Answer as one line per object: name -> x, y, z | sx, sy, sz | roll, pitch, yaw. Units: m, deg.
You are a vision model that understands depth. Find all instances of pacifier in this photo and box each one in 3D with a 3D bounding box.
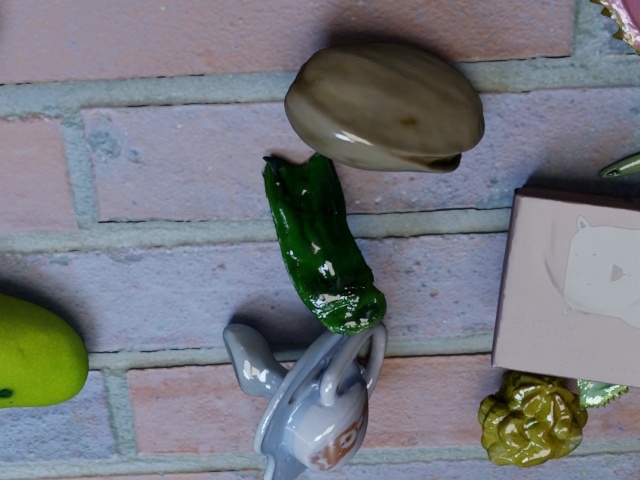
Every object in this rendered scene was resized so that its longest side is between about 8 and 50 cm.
pacifier -> -0.035, 0.169, 1.604 | 0.207, 0.227, 0.279 | 29, 156, 19

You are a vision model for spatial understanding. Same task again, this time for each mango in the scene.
mango -> -0.420, 0.136, 1.570 | 0.293, 0.143, 0.175 | 7, 127, -18

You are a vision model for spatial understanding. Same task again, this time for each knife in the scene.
knife -> 0.414, -0.110, 1.493 | 0.207, 0.014, 0.030 | -19, 124, 10

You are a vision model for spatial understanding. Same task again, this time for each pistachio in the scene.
pistachio -> 0.071, -0.134, 1.392 | 0.238, 0.153, 0.137 | 3, 141, -37

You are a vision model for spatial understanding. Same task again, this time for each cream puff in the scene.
cream puff -> 0.258, 0.211, 1.651 | 0.146, 0.146, 0.116 | -14, 108, 8

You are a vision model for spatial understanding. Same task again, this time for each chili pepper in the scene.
chili pepper -> 0.000, 0.000, 1.485 | 0.098, 0.061, 0.224 | -23, 91, -1

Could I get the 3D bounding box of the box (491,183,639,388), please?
box -> 0.313, 0.052, 1.502 | 0.215, 0.086, 0.215 | 8, 106, 8

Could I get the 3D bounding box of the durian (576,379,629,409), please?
durian -> 0.356, 0.104, 1.586 | 0.100, 0.086, 0.215 | -1, 105, -11

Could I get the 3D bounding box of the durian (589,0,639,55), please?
durian -> 0.402, -0.245, 1.345 | 0.341, 0.112, 0.191 | 22, 131, -7
